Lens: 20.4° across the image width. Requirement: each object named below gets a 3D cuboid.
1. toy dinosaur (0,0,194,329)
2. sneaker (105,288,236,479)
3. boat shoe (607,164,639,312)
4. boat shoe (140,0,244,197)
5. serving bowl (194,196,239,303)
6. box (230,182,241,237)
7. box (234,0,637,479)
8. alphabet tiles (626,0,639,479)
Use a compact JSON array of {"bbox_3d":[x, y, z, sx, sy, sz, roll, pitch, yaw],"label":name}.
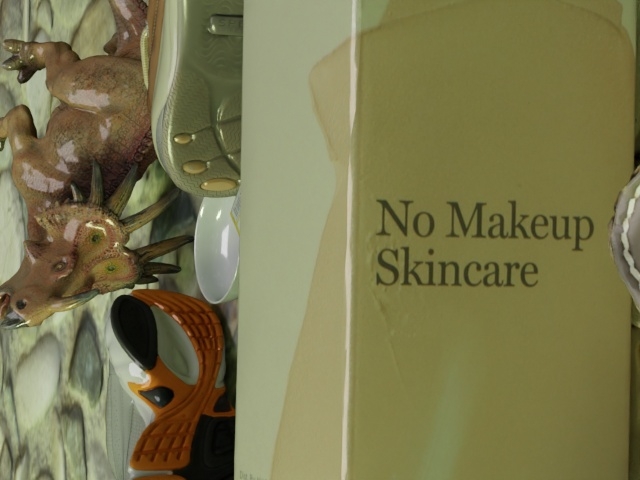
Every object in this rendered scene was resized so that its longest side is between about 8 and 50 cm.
[{"bbox_3d":[-0.157,-0.073,1.322,0.200,0.127,0.295,22,93,54],"label":"toy dinosaur"},{"bbox_3d":[-0.095,0.158,1.196,0.262,0.099,0.121,-104,22,-47],"label":"sneaker"},{"bbox_3d":[0.186,0.046,0.555,0.324,0.097,0.116,44,127,51],"label":"boat shoe"},{"bbox_3d":[-0.055,-0.190,1.109,0.116,0.123,0.324,-125,46,-56],"label":"boat shoe"},{"bbox_3d":[-0.058,0.001,1.193,0.083,0.027,0.083,-177,90,-65],"label":"serving bowl"},{"bbox_3d":[0.000,0.000,1.055,0.179,0.043,0.105,-112,36,-47],"label":"box"},{"bbox_3d":[0.048,0.011,0.786,0.121,0.148,0.311,-178,88,-65],"label":"box"},{"bbox_3d":[0.155,-0.028,0.754,0.284,0.021,0.277,-151,67,-63],"label":"alphabet tiles"}]
